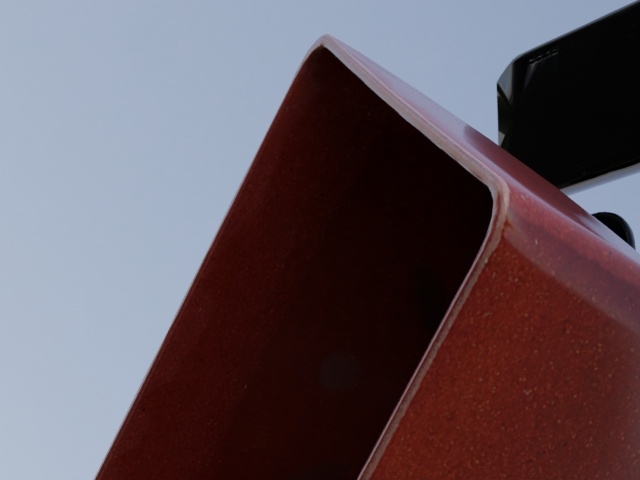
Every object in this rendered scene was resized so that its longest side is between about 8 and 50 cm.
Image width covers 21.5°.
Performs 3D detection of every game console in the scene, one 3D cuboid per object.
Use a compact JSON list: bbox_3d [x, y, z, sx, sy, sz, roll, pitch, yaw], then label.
[{"bbox_3d":[0.225,-0.002,1.383,0.213,0.044,0.361,-21,-113,57],"label":"game console"}]

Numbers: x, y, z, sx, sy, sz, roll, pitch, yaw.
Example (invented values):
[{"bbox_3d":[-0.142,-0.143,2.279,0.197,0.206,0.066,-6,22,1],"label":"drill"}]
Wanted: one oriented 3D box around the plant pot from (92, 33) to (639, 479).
[{"bbox_3d":[0.069,0.108,0.672,0.267,0.236,0.267,-62,-161,10],"label":"plant pot"}]
